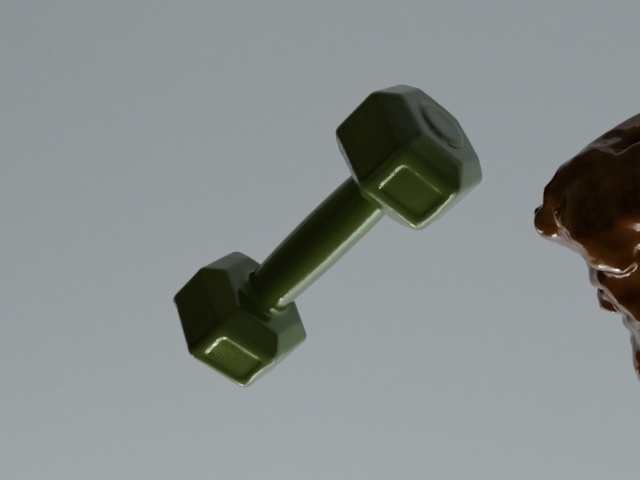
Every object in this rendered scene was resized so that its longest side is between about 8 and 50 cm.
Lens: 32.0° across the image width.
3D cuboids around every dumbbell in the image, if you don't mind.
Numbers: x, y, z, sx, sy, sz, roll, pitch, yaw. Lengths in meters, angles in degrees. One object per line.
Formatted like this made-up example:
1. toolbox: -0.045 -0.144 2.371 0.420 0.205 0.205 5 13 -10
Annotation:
1. dumbbell: 0.000 0.000 0.940 0.121 0.108 0.302 36 -61 -20

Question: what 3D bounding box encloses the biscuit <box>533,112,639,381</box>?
1. biscuit: 0.342 0.010 0.757 0.318 0.110 0.312 -29 -69 21
